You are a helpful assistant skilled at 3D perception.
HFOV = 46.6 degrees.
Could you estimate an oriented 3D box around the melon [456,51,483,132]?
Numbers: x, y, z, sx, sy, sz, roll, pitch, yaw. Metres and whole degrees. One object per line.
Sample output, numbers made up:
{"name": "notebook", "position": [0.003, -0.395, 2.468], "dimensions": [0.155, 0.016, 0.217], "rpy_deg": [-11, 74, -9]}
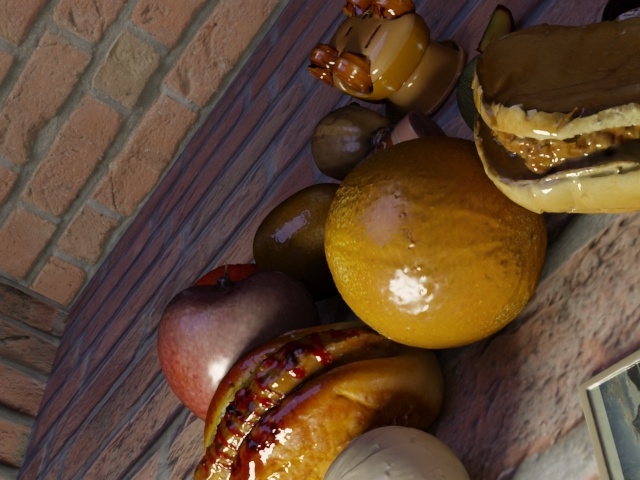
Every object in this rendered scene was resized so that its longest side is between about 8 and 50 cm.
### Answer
{"name": "melon", "position": [0.269, -0.205, 1.064], "dimensions": [0.139, 0.139, 0.192], "rpy_deg": [-53, 27, 14]}

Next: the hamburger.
{"name": "hamburger", "position": [0.305, -0.136, 0.781], "dimensions": [0.283, 0.144, 0.259], "rpy_deg": [-6, 37, 17]}

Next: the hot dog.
{"name": "hot dog", "position": [-0.031, 0.260, 1.004], "dimensions": [0.405, 0.223, 0.185], "rpy_deg": [-54, 21, 11]}

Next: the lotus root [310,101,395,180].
{"name": "lotus root", "position": [0.064, -0.196, 1.473], "dimensions": [0.257, 0.140, 0.154], "rpy_deg": [5, 73, 62]}

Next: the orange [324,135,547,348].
{"name": "orange", "position": [0.136, 0.002, 0.917], "dimensions": [0.274, 0.274, 0.274], "rpy_deg": [-45, 26, 30]}

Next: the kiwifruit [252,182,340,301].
{"name": "kiwifruit", "position": [0.000, 0.000, 1.291], "dimensions": [0.234, 0.196, 0.196], "rpy_deg": [-36, 27, 9]}

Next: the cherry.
{"name": "cherry", "position": [-0.122, 0.178, 1.173], "dimensions": [0.261, 0.307, 0.221], "rpy_deg": [-13, 17, 2]}

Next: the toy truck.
{"name": "toy truck", "position": [0.126, -0.362, 1.459], "dimensions": [0.204, 0.211, 0.288], "rpy_deg": [-58, 26, 2]}

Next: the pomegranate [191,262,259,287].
{"name": "pomegranate", "position": [-0.148, 0.169, 1.387], "dimensions": [0.221, 0.221, 0.256], "rpy_deg": [-148, 64, -67]}

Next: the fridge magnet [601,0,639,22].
{"name": "fridge magnet", "position": [0.420, -0.296, 0.958], "dimensions": [0.143, 0.063, 0.143], "rpy_deg": [-42, 32, 33]}

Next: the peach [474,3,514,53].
{"name": "peach", "position": [0.305, -0.360, 1.287], "dimensions": [0.083, 0.050, 0.077], "rpy_deg": [-60, -3, -27]}

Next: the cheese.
{"name": "cheese", "position": [0.080, 0.297, 0.816], "dimensions": [0.189, 0.154, 0.198], "rpy_deg": [-43, 27, 23]}

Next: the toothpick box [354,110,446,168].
{"name": "toothpick box", "position": [0.141, -0.142, 1.298], "dimensions": [0.149, 0.098, 0.098], "rpy_deg": [-44, 27, 35]}

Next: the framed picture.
{"name": "framed picture", "position": [0.311, 0.179, 0.661], "dimensions": [0.150, 0.015, 0.203], "rpy_deg": [-43, 27, 34]}
